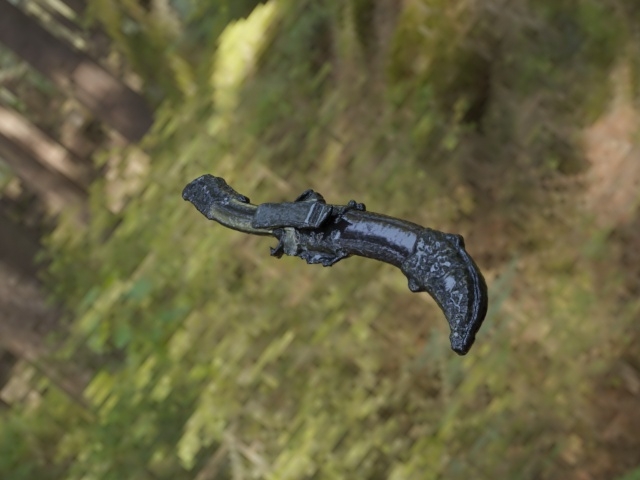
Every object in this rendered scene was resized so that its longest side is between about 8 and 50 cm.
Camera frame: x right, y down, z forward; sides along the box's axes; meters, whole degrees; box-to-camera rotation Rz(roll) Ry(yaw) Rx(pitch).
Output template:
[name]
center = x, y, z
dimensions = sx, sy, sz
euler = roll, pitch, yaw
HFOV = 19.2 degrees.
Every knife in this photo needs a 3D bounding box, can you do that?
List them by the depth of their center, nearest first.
[knife]
center = 0.004, -0.005, 0.839
dimensions = 0.222, 0.021, 0.045
euler = 26, 80, 49
